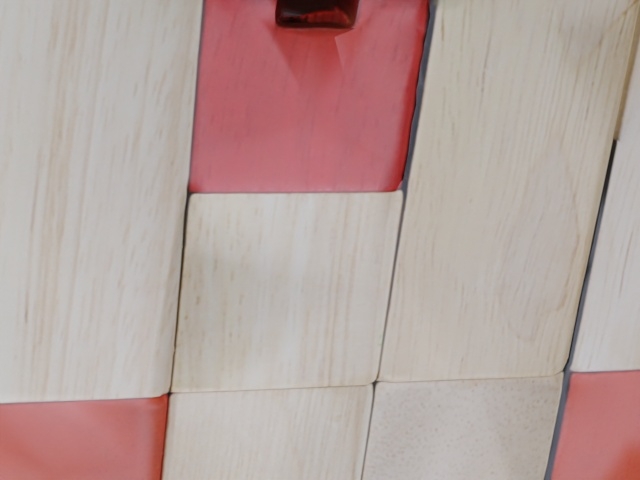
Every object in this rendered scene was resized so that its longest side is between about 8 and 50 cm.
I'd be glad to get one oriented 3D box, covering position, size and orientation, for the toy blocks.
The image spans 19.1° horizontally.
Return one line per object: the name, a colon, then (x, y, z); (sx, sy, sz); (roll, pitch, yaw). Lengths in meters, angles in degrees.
toy blocks: (0.000, 0.000, 0.459); (0.381, 0.191, 0.261); (-1, 115, -19)
